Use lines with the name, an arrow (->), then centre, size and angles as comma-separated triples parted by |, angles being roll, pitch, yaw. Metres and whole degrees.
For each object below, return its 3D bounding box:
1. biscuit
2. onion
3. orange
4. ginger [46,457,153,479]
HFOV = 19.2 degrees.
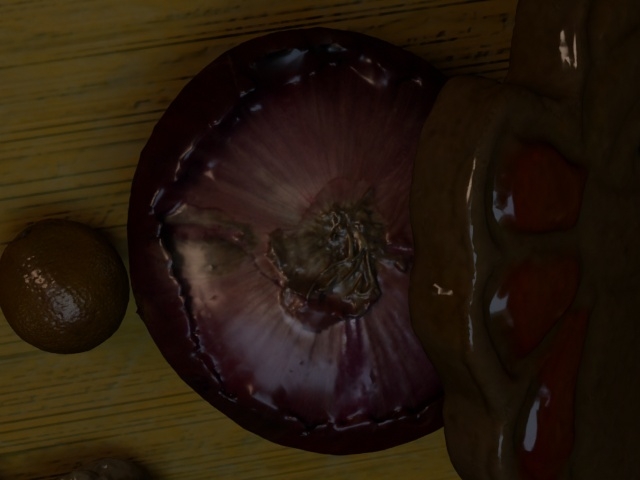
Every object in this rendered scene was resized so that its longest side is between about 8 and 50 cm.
biscuit -> 0.170, -0.019, 1.074 | 0.359, 0.074, 0.381 | -32, 127, -47
onion -> 0.006, -0.001, 1.091 | 0.248, 0.161, 0.248 | 1, 100, 3
orange -> -0.155, 0.027, 1.140 | 0.085, 0.085, 0.085 | -6, 124, -9
ginger -> -0.199, 0.201, 1.243 | 0.213, 0.074, 0.137 | 7, 112, -21
